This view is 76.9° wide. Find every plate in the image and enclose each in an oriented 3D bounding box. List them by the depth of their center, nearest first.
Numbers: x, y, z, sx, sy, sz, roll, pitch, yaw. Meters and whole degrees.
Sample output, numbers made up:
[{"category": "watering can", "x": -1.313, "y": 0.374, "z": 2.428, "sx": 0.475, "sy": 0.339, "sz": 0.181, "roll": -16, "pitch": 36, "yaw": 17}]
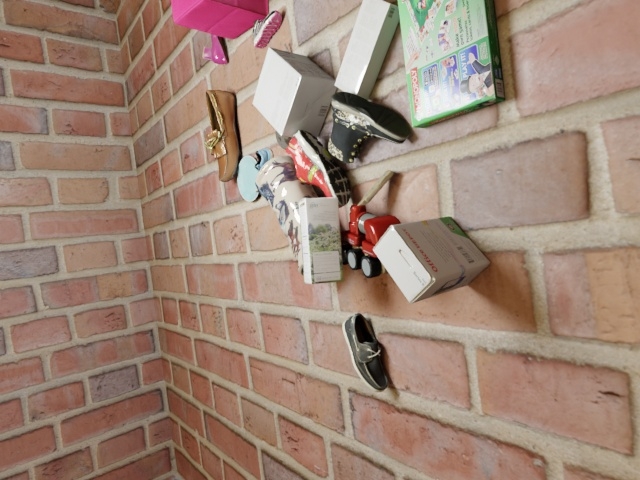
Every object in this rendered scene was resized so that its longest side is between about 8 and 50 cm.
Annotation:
[{"category": "plate", "x": -0.288, "y": -0.254, "z": 1.659, "sx": 0.188, "sy": 0.024, "sz": 0.187, "roll": 13, "pitch": 107, "yaw": 50}]

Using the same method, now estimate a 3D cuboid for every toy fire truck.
[{"category": "toy fire truck", "x": 0.148, "y": -0.051, "z": 1.057, "sx": 0.217, "sy": 0.159, "sz": 0.246, "roll": -153, "pitch": 55, "yaw": -66}]

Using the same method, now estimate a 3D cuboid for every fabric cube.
[{"category": "fabric cube", "x": -0.368, "y": -0.921, "z": 1.457, "sx": 0.258, "sy": 0.259, "sz": 0.253, "roll": 8, "pitch": 101, "yaw": 50}]

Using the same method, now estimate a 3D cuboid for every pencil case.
[{"category": "pencil case", "x": -0.070, "y": -0.072, "z": 1.315, "sx": 0.183, "sy": 0.160, "sz": 0.410, "roll": -50, "pitch": 59, "yaw": 40}]

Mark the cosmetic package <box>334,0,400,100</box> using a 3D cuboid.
[{"category": "cosmetic package", "x": 0.125, "y": -0.512, "z": 1.081, "sx": 0.099, "sy": 0.061, "sz": 0.238, "roll": 45, "pitch": 129, "yaw": 32}]

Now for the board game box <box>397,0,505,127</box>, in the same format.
[{"category": "board game box", "x": 0.286, "y": -0.440, "z": 0.909, "sx": 0.214, "sy": 0.046, "sz": 0.316, "roll": -5, "pitch": 93, "yaw": 52}]

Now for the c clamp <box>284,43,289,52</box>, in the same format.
[{"category": "c clamp", "x": -0.134, "y": -0.579, "z": 1.421, "sx": 0.161, "sy": 0.022, "sz": 0.137, "roll": -35, "pitch": 74, "yaw": 46}]

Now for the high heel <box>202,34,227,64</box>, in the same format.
[{"category": "high heel", "x": -0.420, "y": -0.872, "z": 1.696, "sx": 0.117, "sy": 0.082, "sz": 0.243, "roll": 18, "pitch": 97, "yaw": 15}]

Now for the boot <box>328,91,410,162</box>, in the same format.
[{"category": "boot", "x": 0.123, "y": -0.286, "z": 1.113, "sx": 0.237, "sy": 0.085, "sz": 0.178, "roll": 34, "pitch": 144, "yaw": 18}]

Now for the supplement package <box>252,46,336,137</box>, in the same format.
[{"category": "supplement package", "x": -0.084, "y": -0.462, "z": 1.273, "sx": 0.203, "sy": 0.149, "sz": 0.194, "roll": 52, "pitch": 132, "yaw": 32}]

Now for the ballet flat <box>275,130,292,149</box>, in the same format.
[{"category": "ballet flat", "x": -0.080, "y": -0.330, "z": 1.374, "sx": 0.250, "sy": 0.058, "sz": 0.084, "roll": 49, "pitch": 119, "yaw": 38}]

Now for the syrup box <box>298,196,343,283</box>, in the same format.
[{"category": "syrup box", "x": 0.000, "y": 0.000, "z": 1.125, "sx": 0.096, "sy": 0.093, "sz": 0.236, "roll": 165, "pitch": 101, "yaw": -76}]

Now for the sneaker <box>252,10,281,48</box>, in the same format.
[{"category": "sneaker", "x": -0.198, "y": -0.764, "z": 1.429, "sx": 0.170, "sy": 0.063, "sz": 0.074, "roll": -26, "pitch": 82, "yaw": 54}]

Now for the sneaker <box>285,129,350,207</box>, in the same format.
[{"category": "sneaker", "x": -0.010, "y": -0.205, "z": 1.235, "sx": 0.118, "sy": 0.107, "sz": 0.278, "roll": -42, "pitch": 72, "yaw": 33}]

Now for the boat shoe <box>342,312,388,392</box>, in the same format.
[{"category": "boat shoe", "x": 0.138, "y": 0.329, "z": 1.190, "sx": 0.079, "sy": 0.084, "sz": 0.232, "roll": -46, "pitch": 58, "yaw": 45}]

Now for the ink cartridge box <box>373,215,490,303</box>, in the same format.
[{"category": "ink cartridge box", "x": 0.249, "y": 0.036, "z": 0.903, "sx": 0.154, "sy": 0.213, "sz": 0.093, "roll": 57, "pitch": 135, "yaw": 27}]

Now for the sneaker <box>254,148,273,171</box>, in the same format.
[{"category": "sneaker", "x": -0.222, "y": -0.268, "z": 1.536, "sx": 0.064, "sy": 0.073, "sz": 0.161, "roll": -1, "pitch": 95, "yaw": 51}]

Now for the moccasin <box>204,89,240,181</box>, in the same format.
[{"category": "moccasin", "x": -0.424, "y": -0.437, "z": 1.691, "sx": 0.139, "sy": 0.147, "sz": 0.379, "roll": 13, "pitch": 106, "yaw": 53}]
